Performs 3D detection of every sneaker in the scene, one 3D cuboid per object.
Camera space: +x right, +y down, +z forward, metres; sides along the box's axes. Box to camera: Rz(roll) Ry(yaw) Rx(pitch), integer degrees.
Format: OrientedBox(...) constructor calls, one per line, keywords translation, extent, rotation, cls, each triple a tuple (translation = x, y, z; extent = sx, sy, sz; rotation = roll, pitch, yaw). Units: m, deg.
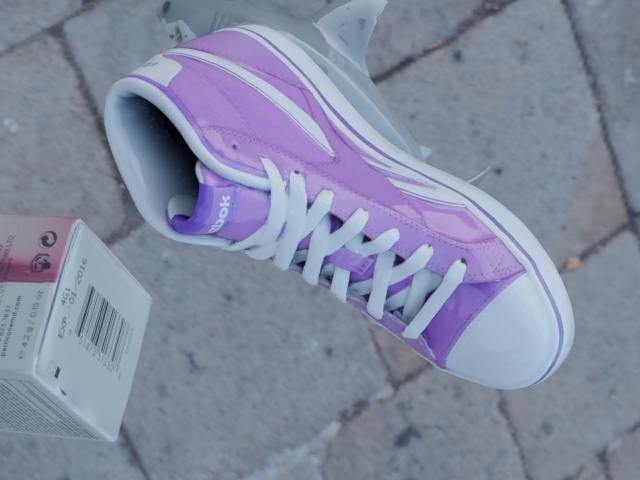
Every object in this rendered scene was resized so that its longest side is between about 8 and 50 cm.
OrientedBox(translation=(-0.001, 0.001, 0.745), extent=(0.102, 0.282, 0.161), rotation=(-58, 166, 29), cls="sneaker")

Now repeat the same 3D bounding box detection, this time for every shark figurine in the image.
OrientedBox(translation=(0.027, -0.107, 0.963), extent=(0.278, 0.166, 0.116), rotation=(36, 82, -16), cls="shark figurine")

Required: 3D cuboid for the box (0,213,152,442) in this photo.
OrientedBox(translation=(-0.269, 0.063, 1.044), extent=(0.148, 0.232, 0.127), rotation=(59, 38, -58), cls="box")
